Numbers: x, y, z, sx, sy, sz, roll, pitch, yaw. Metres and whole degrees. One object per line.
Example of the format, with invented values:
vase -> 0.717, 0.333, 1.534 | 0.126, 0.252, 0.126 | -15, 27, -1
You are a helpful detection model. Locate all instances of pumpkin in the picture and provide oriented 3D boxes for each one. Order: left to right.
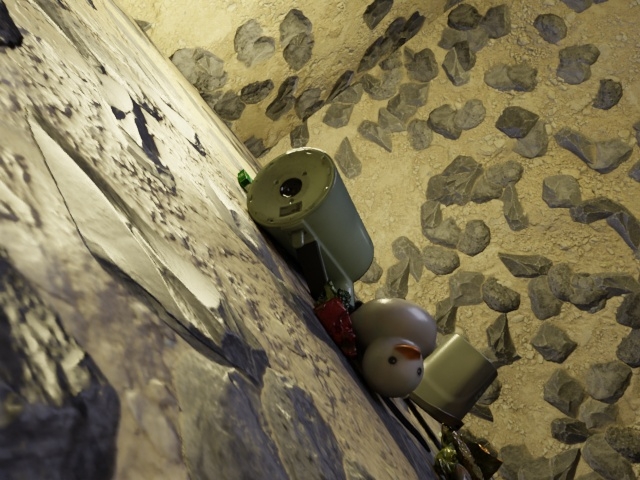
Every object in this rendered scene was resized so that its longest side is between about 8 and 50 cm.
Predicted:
pumpkin -> 0.391, 0.605, 1.402 | 0.163, 0.111, 0.278 | 34, -9, 9

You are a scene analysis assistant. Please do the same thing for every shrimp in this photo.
shrimp -> 0.322, 0.536, 1.008 | 0.187, 0.052, 0.132 | 63, 19, -21

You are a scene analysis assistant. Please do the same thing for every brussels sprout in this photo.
brussels sprout -> 0.281, 0.500, 1.079 | 0.085, 0.058, 0.085 | -21, 90, -83

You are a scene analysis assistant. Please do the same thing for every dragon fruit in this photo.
dragon fruit -> 0.051, 0.192, 1.071 | 0.131, 0.063, 0.097 | 54, 3, 42

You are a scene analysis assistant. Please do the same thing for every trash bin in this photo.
trash bin -> 0.406, 0.444, 1.543 | 0.219, 0.250, 0.220 | 41, -6, 33

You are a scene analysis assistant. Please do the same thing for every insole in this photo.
insole -> 0.196, 0.425, 1.167 | 0.253, 0.005, 0.086 | 51, 3, -22

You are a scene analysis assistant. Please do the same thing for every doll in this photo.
doll -> 0.155, 0.250, 1.096 | 0.221, 0.221, 0.251 | 53, -30, 5

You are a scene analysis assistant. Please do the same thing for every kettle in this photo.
kettle -> 0.000, 0.000, 1.334 | 0.376, 0.250, 0.361 | 54, 21, -49

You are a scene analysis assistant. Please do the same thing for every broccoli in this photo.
broccoli -> 0.028, 0.139, 1.160 | 0.092, 0.095, 0.097 | 66, 11, 6

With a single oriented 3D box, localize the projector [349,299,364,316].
projector -> 0.116, 0.237, 1.457 | 0.083, 0.083, 0.082 | 55, 3, 33

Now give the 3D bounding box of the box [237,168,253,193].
box -> -0.184, -0.122, 1.596 | 0.235, 0.034, 0.132 | 52, 2, -23

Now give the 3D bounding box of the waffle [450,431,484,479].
waffle -> 0.336, 0.495, 1.059 | 0.152, 0.023, 0.097 | 68, -14, -6

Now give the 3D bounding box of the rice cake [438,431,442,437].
rice cake -> 0.483, 0.744, 1.639 | 0.211, 0.038, 0.124 | 53, 2, 2

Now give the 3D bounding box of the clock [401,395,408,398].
clock -> 0.193, 0.299, 1.291 | 0.156, 0.063, 0.229 | -35, -107, 57
